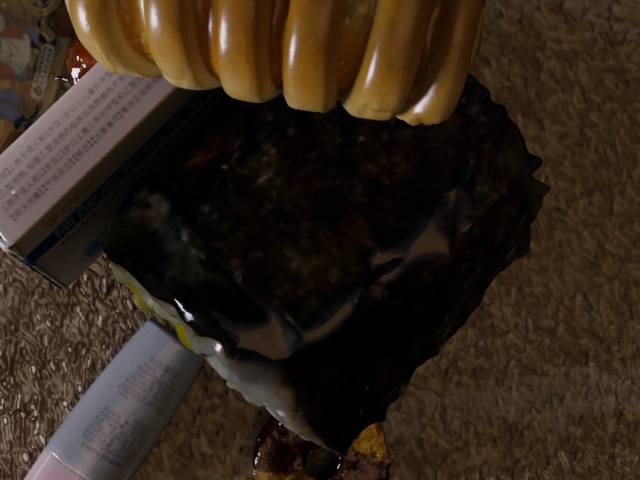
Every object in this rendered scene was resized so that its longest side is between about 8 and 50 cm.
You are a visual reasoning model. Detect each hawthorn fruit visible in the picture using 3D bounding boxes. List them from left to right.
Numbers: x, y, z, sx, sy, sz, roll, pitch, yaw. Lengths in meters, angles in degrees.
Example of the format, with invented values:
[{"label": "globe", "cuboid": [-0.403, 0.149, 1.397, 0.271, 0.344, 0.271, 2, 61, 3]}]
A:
[{"label": "hawthorn fruit", "cuboid": [-0.188, -0.160, 0.941, 0.093, 0.081, 0.081, -44, 105, -17]}]

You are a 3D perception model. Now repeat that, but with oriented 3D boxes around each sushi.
[{"label": "sushi", "cuboid": [0.003, -0.001, 0.900, 0.281, 0.299, 0.294, 41, 79, 5]}]

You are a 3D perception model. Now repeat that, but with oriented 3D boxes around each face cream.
[{"label": "face cream", "cuboid": [-0.190, 0.171, 0.983, 0.084, 0.057, 0.198, 38, 85, -16]}]

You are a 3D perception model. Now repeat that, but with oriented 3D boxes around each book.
[{"label": "book", "cuboid": [-0.354, -0.178, 0.917, 0.264, 0.027, 0.202, 15, 91, -18]}]

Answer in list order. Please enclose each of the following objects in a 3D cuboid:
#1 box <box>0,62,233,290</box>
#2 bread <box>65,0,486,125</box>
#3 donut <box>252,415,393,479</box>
[{"label": "box", "cuboid": [-0.137, -0.113, 0.898, 0.065, 0.200, 0.343, 43, 81, 7]}, {"label": "bread", "cuboid": [-0.036, -0.182, 0.749, 0.311, 0.121, 0.173, 8, 76, 6]}, {"label": "donut", "cuboid": [-0.003, 0.217, 1.044, 0.140, 0.059, 0.140, -2, 95, -17]}]
